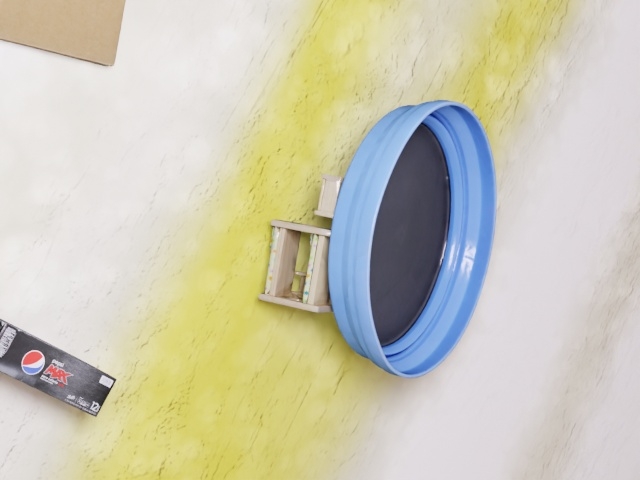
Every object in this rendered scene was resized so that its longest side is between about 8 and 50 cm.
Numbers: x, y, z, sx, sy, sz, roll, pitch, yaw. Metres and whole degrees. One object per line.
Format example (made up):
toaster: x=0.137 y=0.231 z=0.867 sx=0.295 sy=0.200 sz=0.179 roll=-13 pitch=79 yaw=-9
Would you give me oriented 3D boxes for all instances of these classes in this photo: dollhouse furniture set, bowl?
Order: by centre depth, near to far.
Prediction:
dollhouse furniture set: x=0.000 y=0.000 z=1.568 sx=0.161 sy=0.101 sz=0.182 roll=5 pitch=96 yaw=-65
bowl: x=0.135 y=-0.004 z=1.599 sx=0.391 sy=0.077 sz=0.391 roll=-24 pitch=119 yaw=-53

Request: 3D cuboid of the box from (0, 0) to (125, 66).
box: x=-0.291 y=-0.314 z=1.285 sx=0.164 sy=0.021 sz=0.201 roll=9 pitch=93 yaw=-40

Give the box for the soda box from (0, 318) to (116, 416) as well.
soda box: x=-0.326 y=0.147 z=1.323 sx=0.169 sy=0.060 sz=0.053 roll=37 pitch=76 yaw=-39
